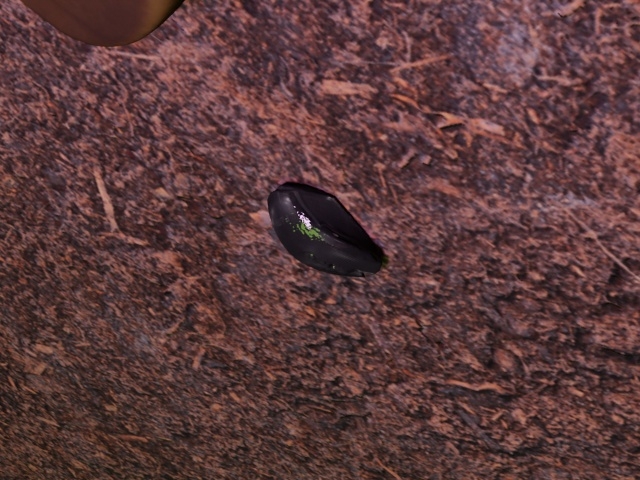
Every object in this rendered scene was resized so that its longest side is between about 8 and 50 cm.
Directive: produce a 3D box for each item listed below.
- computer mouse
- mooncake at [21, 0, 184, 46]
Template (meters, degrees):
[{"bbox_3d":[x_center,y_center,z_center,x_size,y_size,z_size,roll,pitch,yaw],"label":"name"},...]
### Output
[{"bbox_3d":[0.000,0.000,1.573,0.135,0.047,0.079,41,148,-22],"label":"computer mouse"},{"bbox_3d":[-0.186,-0.255,1.284,0.235,0.117,0.235,26,158,12],"label":"mooncake"}]
